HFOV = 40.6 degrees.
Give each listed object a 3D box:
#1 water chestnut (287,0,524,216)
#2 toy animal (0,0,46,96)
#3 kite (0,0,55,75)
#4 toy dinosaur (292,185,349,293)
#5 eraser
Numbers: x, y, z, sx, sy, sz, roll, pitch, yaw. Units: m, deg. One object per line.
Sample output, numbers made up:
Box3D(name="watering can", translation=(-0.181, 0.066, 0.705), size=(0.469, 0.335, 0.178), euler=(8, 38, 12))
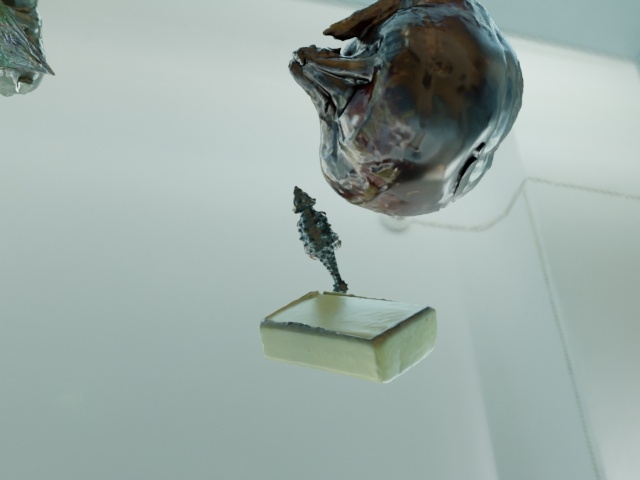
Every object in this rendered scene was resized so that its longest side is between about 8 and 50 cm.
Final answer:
Box3D(name="water chestnut", translation=(0.108, -0.170, 1.052), size=(0.244, 0.289, 0.289), euler=(36, -129, 17))
Box3D(name="toy animal", translation=(-0.461, -0.347, 1.287), size=(0.125, 0.127, 0.252), euler=(14, -101, -49))
Box3D(name="kite", translation=(-0.444, -0.289, 1.131), size=(0.244, 0.006, 0.198), euler=(41, -159, -37))
Box3D(name="toy dinosaur", translation=(0.000, 0.000, 1.111), size=(0.049, 0.055, 0.154), euler=(-25, -95, 1))
Box3D(name="eraser", translation=(0.031, 0.104, 0.962), size=(0.172, 0.058, 0.117), euler=(5, -162, 39))
